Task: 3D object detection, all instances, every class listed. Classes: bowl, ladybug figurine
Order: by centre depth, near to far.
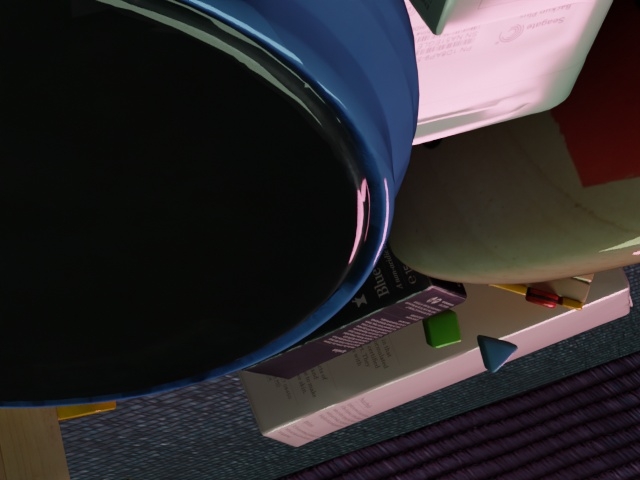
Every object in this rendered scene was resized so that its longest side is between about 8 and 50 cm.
[{"bbox_3d":[-0.151,-0.037,0.759,0.391,0.077,0.391,-1,149,0],"label":"bowl"},{"bbox_3d":[0.240,-0.113,1.109,0.449,0.162,0.305,-21,-164,-8],"label":"ladybug figurine"}]

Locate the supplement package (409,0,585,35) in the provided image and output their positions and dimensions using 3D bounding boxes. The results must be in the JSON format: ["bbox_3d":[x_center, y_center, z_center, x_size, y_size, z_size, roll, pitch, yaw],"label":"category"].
[{"bbox_3d":[0.090,-0.205,0.557,0.139,0.134,0.244,-14,146,-26],"label":"supplement package"}]

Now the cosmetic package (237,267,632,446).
[{"bbox_3d":[0.102,0.062,1.694,0.366,0.155,0.197,-23,167,3],"label":"cosmetic package"}]

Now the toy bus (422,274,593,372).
[{"bbox_3d":[0.143,-0.008,1.526,0.191,0.202,0.104,-28,-173,-7],"label":"toy bus"}]

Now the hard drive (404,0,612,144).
[{"bbox_3d":[0.061,-0.167,0.780,0.233,0.047,0.353,-15,149,-24],"label":"hard drive"}]

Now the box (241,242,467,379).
[{"bbox_3d":[0.000,0.000,1.298,0.158,0.156,0.093,-25,165,16],"label":"box"}]

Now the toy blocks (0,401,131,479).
[{"bbox_3d":[-0.283,0.204,1.295,0.191,0.381,0.261,-8,173,-37],"label":"toy blocks"}]
